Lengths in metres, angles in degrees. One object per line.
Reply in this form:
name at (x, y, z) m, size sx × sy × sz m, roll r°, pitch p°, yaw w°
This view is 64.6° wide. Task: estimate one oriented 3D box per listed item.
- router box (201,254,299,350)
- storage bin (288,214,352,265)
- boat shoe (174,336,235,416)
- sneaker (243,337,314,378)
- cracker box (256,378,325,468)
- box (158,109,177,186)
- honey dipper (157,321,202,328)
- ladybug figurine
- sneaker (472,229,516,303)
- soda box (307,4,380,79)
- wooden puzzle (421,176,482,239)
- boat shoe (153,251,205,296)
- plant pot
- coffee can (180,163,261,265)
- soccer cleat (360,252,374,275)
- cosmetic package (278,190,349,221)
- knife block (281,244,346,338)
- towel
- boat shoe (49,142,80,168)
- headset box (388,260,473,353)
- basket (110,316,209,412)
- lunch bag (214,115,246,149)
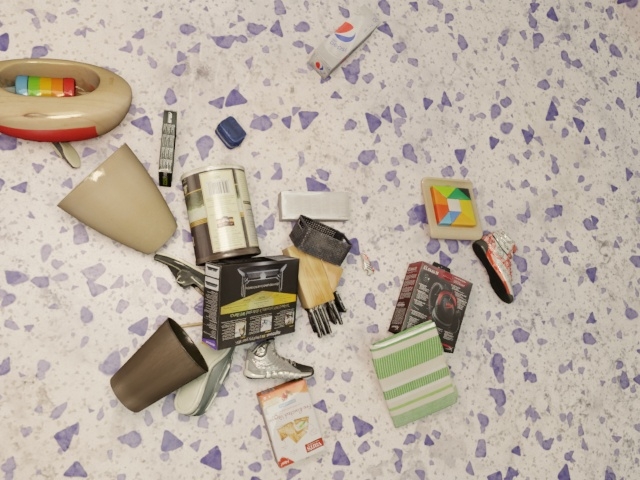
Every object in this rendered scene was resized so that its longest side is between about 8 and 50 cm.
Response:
router box at (-0.202, 0.176, 1.517) m, size 0.308 × 0.081 × 0.243 m, roll -3°, pitch 99°, yaw -47°
storage bin at (0.000, 0.000, 1.660) m, size 0.180 × 0.122 × 0.084 m, roll 22°, pitch 106°, yaw -25°
boat shoe at (-0.331, 0.386, 1.556) m, size 0.320 × 0.116 × 0.099 m, roll -64°, pitch 146°, yaw -22°
sneaker at (-0.128, 0.372, 1.613) m, size 0.228 × 0.086 × 0.132 m, roll 4°, pitch 79°, yaw -16°
cracker box at (-0.095, 0.573, 1.602) m, size 0.155 × 0.067 × 0.232 m, roll -16°, pitch 88°, yaw -19°
box at (-0.465, -0.275, 1.542) m, size 0.045 × 0.184 × 0.191 m, roll 6°, pitch 80°, yaw -18°
honey dipper at (-0.419, 0.264, 1.565) m, size 0.160 × 0.030 × 0.031 m, roll -5°, pitch 84°, yaw -23°
ladybug figurine at (-0.773, -0.391, 1.443) m, size 0.449 × 0.162 × 0.305 m, roll 0°, pitch 47°, yaw -16°
sneaker at (0.697, 0.092, 1.913) m, size 0.145 × 0.090 × 0.270 m, roll -28°, pitch 89°, yaw -17°
soda box at (0.087, -0.718, 1.830) m, size 0.091 × 0.098 × 0.286 m, roll 44°, pitch 73°, yaw -7°
wooden puzzle at (0.493, -0.122, 1.884) m, size 0.220 × 0.044 × 0.239 m, roll 2°, pitch 70°, yaw -18°
boat shoe at (-0.413, 0.109, 1.558) m, size 0.233 × 0.084 × 0.079 m, roll 32°, pitch 74°, yaw -14°
plant pot at (-0.559, -0.097, 1.475) m, size 0.274 × 0.256 × 0.256 m, roll 47°, pitch 71°, yaw -23°
coffee can at (-0.306, -0.074, 1.556) m, size 0.201 × 0.201 × 0.276 m, roll -10°, pitch 85°, yaw -19°
soccer cleat at (0.158, 0.083, 1.774) m, size 0.035 × 0.029 × 0.083 m, roll -31°, pitch 97°, yaw -23°
cosmetic package at (-0.023, -0.114, 1.727) m, size 0.238 × 0.060 × 0.099 m, roll 0°, pitch 80°, yaw -18°
knife block at (-0.036, 0.175, 1.666) m, size 0.275 × 0.088 × 0.242 m, roll 27°, pitch 74°, yaw -13°
towel at (0.316, 0.450, 1.702) m, size 0.247 × 0.038 × 0.325 m, roll -21°, pitch 106°, yaw -4°
boat shoe at (-0.774, -0.272, 1.519) m, size 0.043 × 0.049 × 0.137 m, roll -31°, pitch 96°, yaw 23°
headset box at (0.394, 0.221, 1.786) m, size 0.218 × 0.110 × 0.293 m, roll 23°, pitch 77°, yaw -14°
basket at (-0.471, 0.369, 1.457) m, size 0.227 × 0.154 × 0.204 m, roll -38°, pitch 67°, yaw -7°
lunch bag at (-0.296, -0.350, 1.672) m, size 0.067 × 0.065 × 0.098 m, roll -40°, pitch 94°, yaw -34°
